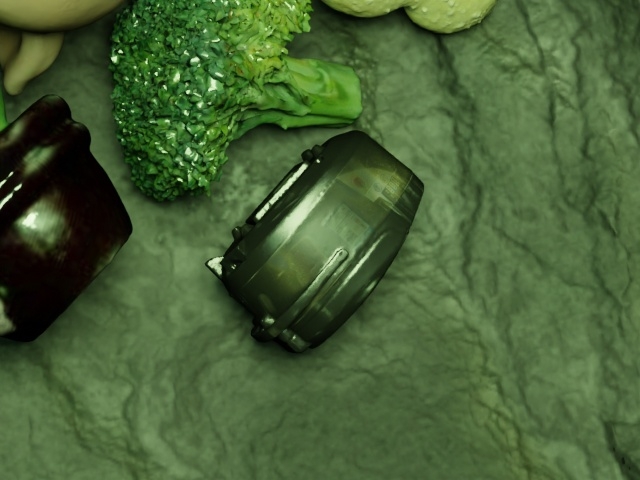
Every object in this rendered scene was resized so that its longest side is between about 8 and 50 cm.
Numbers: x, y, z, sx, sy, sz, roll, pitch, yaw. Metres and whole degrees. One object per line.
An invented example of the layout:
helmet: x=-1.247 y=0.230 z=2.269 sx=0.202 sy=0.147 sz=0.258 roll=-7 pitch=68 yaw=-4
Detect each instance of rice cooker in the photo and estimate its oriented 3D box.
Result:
rice cooker: x=0.000 y=0.000 z=1.155 sx=0.165 sy=0.112 sz=0.106 roll=-44 pitch=96 yaw=-10

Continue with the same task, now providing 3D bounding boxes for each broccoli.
broccoli: x=-0.058 y=-0.120 z=1.181 sx=0.194 sy=0.194 sz=0.219 roll=-11 pitch=56 yaw=-5

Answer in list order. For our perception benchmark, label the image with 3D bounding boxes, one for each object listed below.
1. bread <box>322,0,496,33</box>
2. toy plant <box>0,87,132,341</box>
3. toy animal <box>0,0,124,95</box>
bread: x=0.099 y=-0.294 z=1.157 sx=0.316 sy=0.316 sz=0.054 roll=-41 pitch=42 yaw=-10
toy plant: x=-0.254 y=-0.043 z=1.121 sx=0.235 sy=0.218 sz=0.175 roll=44 pitch=52 yaw=-6
toy animal: x=-0.227 y=-0.272 z=1.121 sx=0.237 sy=0.326 sz=0.269 roll=-43 pitch=112 yaw=11
